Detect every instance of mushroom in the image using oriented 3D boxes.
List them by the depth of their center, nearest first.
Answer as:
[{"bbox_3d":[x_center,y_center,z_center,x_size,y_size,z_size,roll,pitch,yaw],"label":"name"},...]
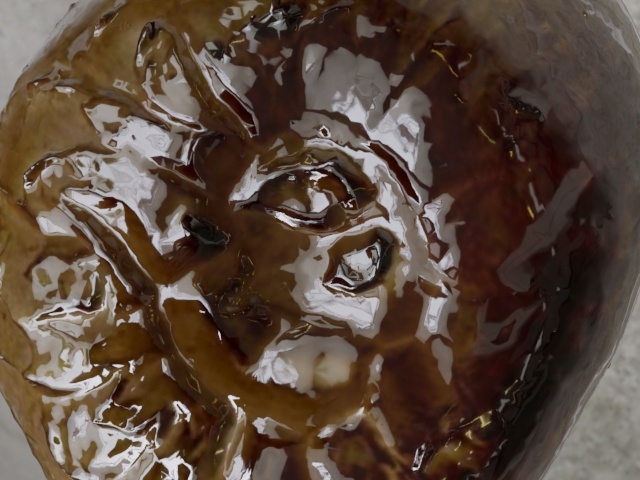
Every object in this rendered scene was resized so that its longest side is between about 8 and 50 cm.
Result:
[{"bbox_3d":[0.007,0.003,0.578,0.278,0.297,0.163,18,-175,-12],"label":"mushroom"}]
